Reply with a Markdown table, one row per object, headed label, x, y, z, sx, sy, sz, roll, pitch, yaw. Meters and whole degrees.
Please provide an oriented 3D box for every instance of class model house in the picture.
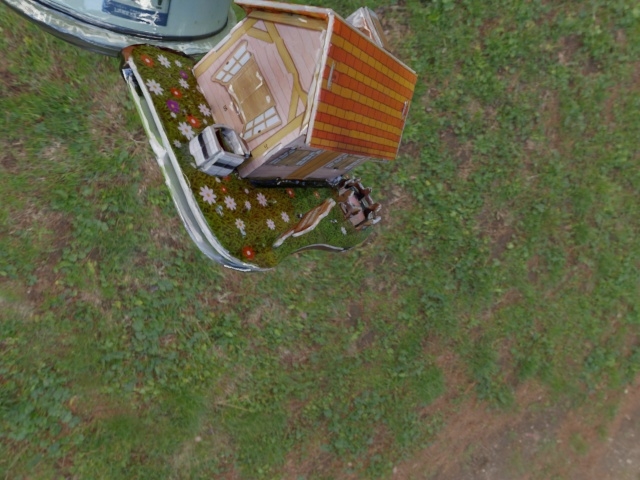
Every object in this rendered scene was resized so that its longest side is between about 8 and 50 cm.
| label | x | y | z | sx | sy | sz | roll | pitch | yaw |
| --- | --- | --- | --- | --- | --- | --- | --- | --- | --- |
| model house | 0.008 | -0.105 | 0.410 | 0.294 | 0.154 | 0.206 | -12 | 75 | -59 |

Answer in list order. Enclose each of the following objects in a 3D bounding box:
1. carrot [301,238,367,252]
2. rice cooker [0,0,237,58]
| label | x | y | z | sx | sy | sz | roll | pitch | yaw |
| --- | --- | --- | --- | --- | --- | --- | --- | --- | --- |
| carrot | 0.000 | 0.000 | 0.842 | 0.216 | 0.048 | 0.048 | -12 | 106 | -23 |
| rice cooker | -0.194 | -0.329 | 0.439 | 0.264 | 0.316 | 0.316 | 29 | 90 | -3 |
